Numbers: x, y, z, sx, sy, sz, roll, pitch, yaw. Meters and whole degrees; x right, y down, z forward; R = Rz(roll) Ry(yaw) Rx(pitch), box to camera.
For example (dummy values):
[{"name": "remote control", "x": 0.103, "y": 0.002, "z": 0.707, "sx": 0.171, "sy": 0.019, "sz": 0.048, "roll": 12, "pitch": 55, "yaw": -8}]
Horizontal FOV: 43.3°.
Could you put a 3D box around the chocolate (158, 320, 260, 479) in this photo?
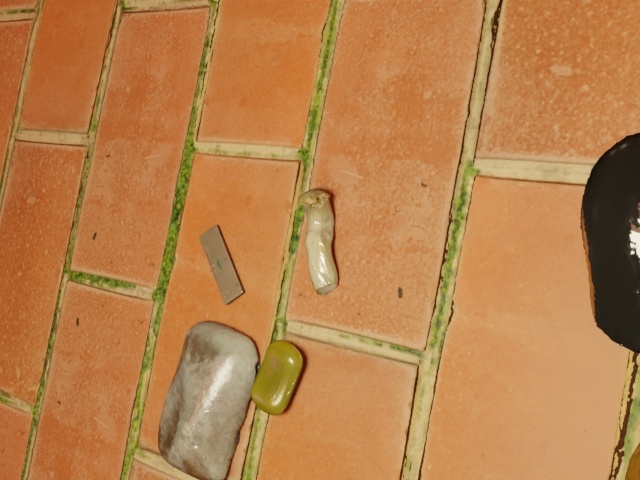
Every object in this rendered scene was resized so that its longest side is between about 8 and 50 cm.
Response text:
[{"name": "chocolate", "x": -0.235, "y": 0.313, "z": 1.582, "sx": 0.185, "sy": 0.100, "sz": 0.303, "roll": 16, "pitch": 88, "yaw": 39}]

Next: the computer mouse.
[{"name": "computer mouse", "x": 0.460, "y": 0.002, "z": 1.134, "sx": 0.183, "sy": 0.116, "sz": 0.323, "roll": -12, "pitch": 76, "yaw": 38}]

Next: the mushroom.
[{"name": "mushroom", "x": -0.003, "y": 0.001, "z": 1.498, "sx": 0.059, "sy": 0.054, "sz": 0.202, "roll": -9, "pitch": 81, "yaw": 32}]

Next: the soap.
[{"name": "soap", "x": -0.080, "y": 0.256, "z": 1.508, "sx": 0.089, "sy": 0.045, "sz": 0.140, "roll": 27, "pitch": 99, "yaw": 38}]

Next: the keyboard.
[{"name": "keyboard", "x": -0.203, "y": 0.050, "z": 1.650, "sx": 0.055, "sy": 0.017, "sz": 0.166, "roll": -34, "pitch": 64, "yaw": 21}]

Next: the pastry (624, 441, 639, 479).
[{"name": "pastry", "x": 0.493, "y": 0.367, "z": 0.973, "sx": 0.284, "sy": 0.184, "sz": 0.316, "roll": 130, "pitch": 157, "yaw": -65}]
